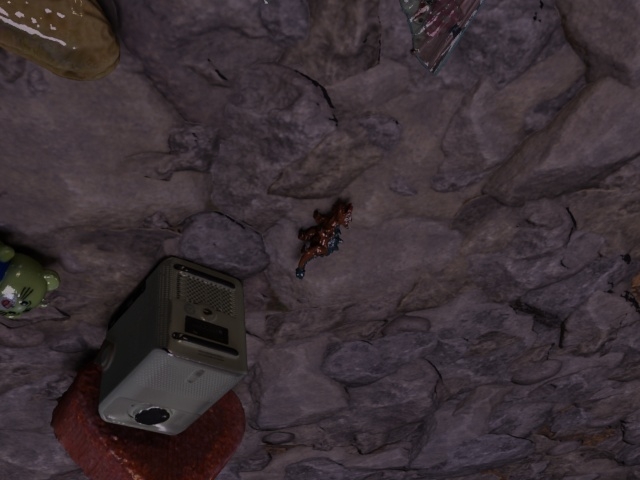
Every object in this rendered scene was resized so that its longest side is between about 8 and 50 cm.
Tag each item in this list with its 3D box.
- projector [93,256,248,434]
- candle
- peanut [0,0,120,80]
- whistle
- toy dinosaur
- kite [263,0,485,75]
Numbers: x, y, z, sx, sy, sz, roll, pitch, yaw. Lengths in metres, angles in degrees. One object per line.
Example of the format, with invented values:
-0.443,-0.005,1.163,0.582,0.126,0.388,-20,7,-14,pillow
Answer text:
-0.228,0.170,0.998,0.163,0.177,0.242,25,129,-31,projector
-0.276,0.330,1.096,0.317,0.287,0.131,21,125,-27,candle
-0.279,-0.219,0.621,0.194,0.083,0.093,28,126,-35,peanut
-0.454,0.034,0.869,0.105,0.085,0.227,-35,133,13,whistle
0.000,0.000,0.950,0.055,0.049,0.154,14,128,-29,toy dinosaur
0.086,-0.298,0.661,0.314,0.011,0.335,-20,137,11,kite
